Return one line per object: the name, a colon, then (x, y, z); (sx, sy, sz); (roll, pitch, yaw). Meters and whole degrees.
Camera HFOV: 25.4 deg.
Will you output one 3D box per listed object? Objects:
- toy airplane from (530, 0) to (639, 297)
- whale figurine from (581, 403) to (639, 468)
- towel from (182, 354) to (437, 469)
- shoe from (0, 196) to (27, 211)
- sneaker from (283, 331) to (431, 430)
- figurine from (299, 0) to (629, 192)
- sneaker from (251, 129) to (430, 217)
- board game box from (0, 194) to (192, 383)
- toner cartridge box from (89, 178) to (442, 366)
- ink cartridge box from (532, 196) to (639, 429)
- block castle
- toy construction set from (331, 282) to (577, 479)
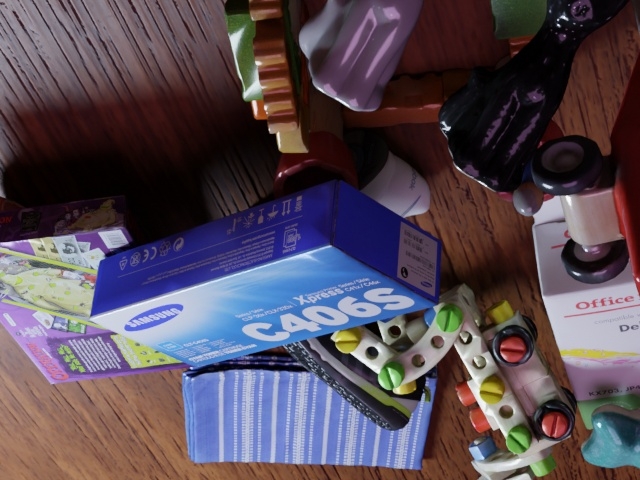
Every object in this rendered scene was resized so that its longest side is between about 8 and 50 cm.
toy airplane: (0.370, -0.135, 1.241); (0.272, 0.385, 0.386); (4, -174, 30)
whale figurine: (0.450, 0.254, 1.668); (0.272, 0.141, 0.216); (2, 141, -2)
towel: (-0.017, 0.241, 1.917); (0.335, 0.040, 0.243); (2, 139, -2)
shoe: (-0.306, -0.005, 1.634); (0.081, 0.063, 0.178); (-21, 139, 21)
sneaker: (0.041, 0.141, 1.787); (0.234, 0.097, 0.084); (42, 164, -15)
figurine: (0.116, -0.178, 1.106); (0.214, 0.092, 0.209); (29, 114, -6)
sneaker: (0.000, 0.000, 1.600); (0.129, 0.111, 0.297); (28, 133, -35)
board game box: (-0.275, 0.066, 1.648); (0.208, 0.056, 0.347); (-10, 149, 5)
toner cartridge box: (-0.062, 0.043, 1.460); (0.347, 0.075, 0.165); (-18, 145, 39)
ink cartridge box: (0.369, 0.066, 1.648); (0.207, 0.119, 0.353); (-12, 137, 14)
block castle: (0.070, -0.212, 1.277); (0.303, 0.213, 0.453); (-4, 138, 7)
toy construction set: (0.181, 0.187, 1.706); (0.215, 0.151, 0.328); (-28, 109, 17)
